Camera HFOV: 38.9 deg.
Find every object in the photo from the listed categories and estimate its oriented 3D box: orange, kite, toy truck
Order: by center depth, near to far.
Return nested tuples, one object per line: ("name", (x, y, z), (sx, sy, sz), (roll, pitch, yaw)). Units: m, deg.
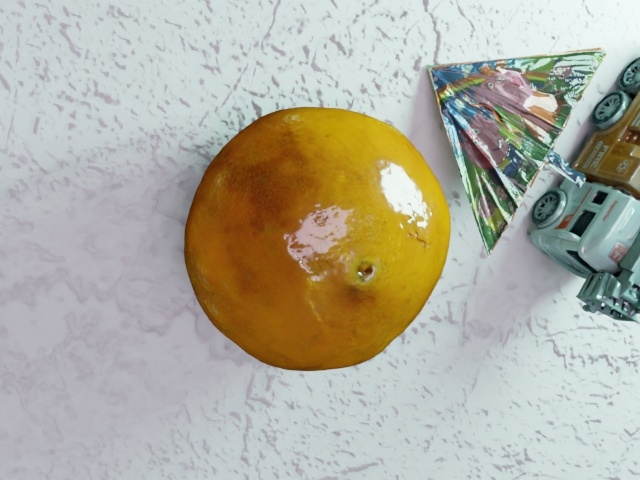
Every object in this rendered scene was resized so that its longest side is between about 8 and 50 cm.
("orange", (0.000, 0.000, 0.950), (0.284, 0.226, 0.284), (-7, 112, -18))
("kite", (0.222, -0.143, 1.073), (0.234, 0.016, 0.321), (34, 71, -3))
("toy truck", (0.393, -0.067, 1.086), (0.133, 0.184, 0.338), (32, 91, -22))
